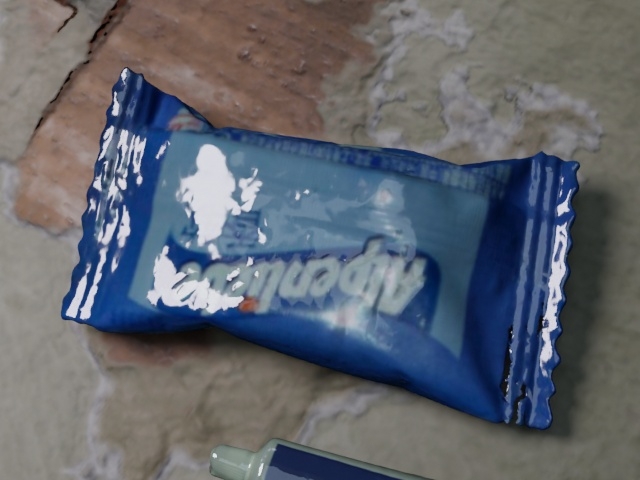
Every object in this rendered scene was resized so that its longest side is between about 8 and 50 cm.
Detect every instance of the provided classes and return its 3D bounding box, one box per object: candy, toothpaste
[{"bbox_3d":[0.000,0.000,0.649,0.331,0.077,0.187,10,81,11],"label":"candy"},{"bbox_3d":[0.059,0.172,0.603,0.268,0.047,0.069,15,62,8],"label":"toothpaste"}]
